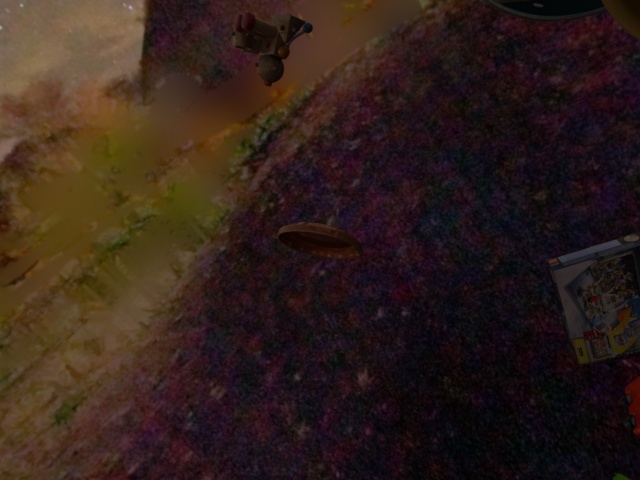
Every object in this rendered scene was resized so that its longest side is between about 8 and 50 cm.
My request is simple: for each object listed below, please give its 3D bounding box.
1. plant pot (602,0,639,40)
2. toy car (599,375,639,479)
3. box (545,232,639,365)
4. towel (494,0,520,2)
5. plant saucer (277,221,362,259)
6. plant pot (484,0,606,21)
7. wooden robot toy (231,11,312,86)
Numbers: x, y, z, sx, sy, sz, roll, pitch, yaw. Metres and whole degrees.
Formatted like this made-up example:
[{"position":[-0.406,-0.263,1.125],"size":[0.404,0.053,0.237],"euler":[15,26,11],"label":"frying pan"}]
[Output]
[{"position":[0.349,-0.294,0.288],"size":[0.254,0.253,0.239],"euler":[6,72,57],"label":"plant pot"},{"position":[0.326,0.234,0.422],"size":[0.225,0.053,0.239],"euler":[-46,-10,-1],"label":"toy car"},{"position":[0.538,0.117,0.830],"size":[0.159,0.233,0.044],"euler":[-20,21,15],"label":"box"},{"position":[0.144,-0.132,0.205],"size":[0.102,0.021,0.237],"euler":[3,25,15],"label":"towel"},{"position":[0.000,0.000,0.428],"size":[0.083,0.083,0.013],"euler":[-8,64,48],"label":"plant saucer"},{"position":[0.305,-0.424,0.554],"size":[0.290,0.290,0.195],"euler":[-26,8,24],"label":"plant pot"},{"position":[-0.076,-0.242,0.569],"size":[0.076,0.079,0.173],"euler":[-1,17,-32],"label":"wooden robot toy"}]
